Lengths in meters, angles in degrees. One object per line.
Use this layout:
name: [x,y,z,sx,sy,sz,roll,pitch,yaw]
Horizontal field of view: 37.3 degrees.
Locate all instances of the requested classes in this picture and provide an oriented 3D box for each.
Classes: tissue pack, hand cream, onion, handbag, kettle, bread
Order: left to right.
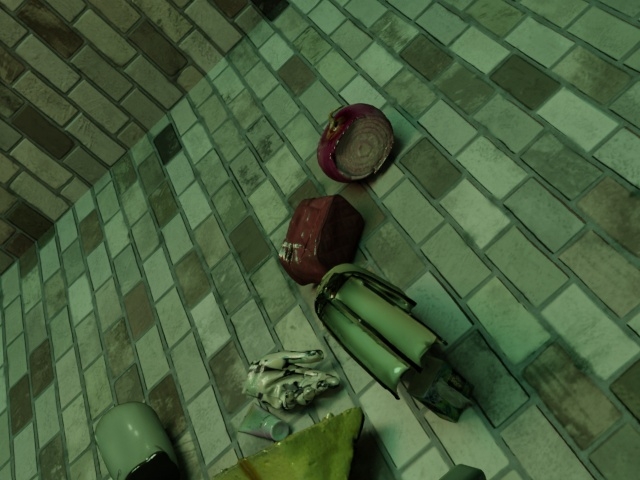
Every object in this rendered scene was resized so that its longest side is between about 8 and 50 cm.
kettle: [-0.431,0.534,2.237,0.236,0.161,0.221,41,117,54]
hand cream: [-0.131,0.408,2.119,0.174,0.047,0.076,2,58,59]
bread: [-0.024,0.456,1.857,0.263,0.198,0.236,-36,-6,42]
handbag: [0.000,0.000,2.285,0.135,0.146,0.225,-7,51,37]
onion: [0.081,-0.250,2.430,0.201,0.201,0.207,17,101,53]
handbag: [0.098,0.148,1.822,0.160,0.237,0.358,-51,0,0]
tissue pack: [0.234,0.282,1.780,0.079,0.111,0.085,10,65,50]

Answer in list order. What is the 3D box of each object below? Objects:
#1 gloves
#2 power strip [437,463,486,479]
gloves: [-0.055,0.310,2.082,0.212,0.111,0.127,7,52,18]
power strip: [0.190,0.506,1.541,0.059,0.193,0.265,1,20,45]
